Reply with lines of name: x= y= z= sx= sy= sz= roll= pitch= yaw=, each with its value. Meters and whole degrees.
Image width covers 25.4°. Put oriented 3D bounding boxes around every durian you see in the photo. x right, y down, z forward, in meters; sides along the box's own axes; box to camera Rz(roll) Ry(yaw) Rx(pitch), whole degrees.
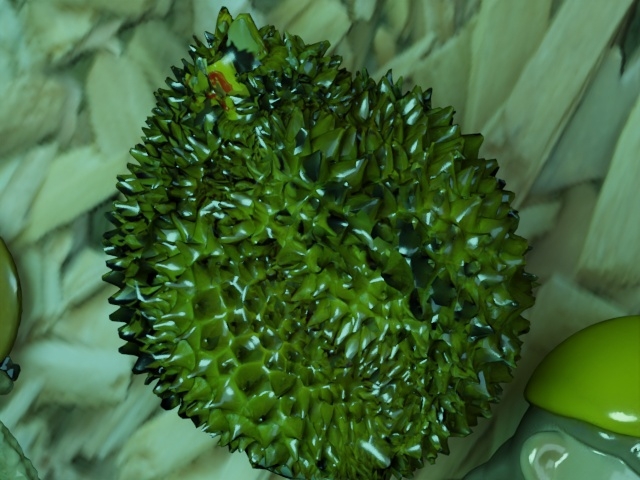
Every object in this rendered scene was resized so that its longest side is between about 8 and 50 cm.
durian: x=-0.003 y=0.007 z=0.875 sx=0.293 sy=0.258 sz=0.258 roll=40 pitch=74 yaw=4

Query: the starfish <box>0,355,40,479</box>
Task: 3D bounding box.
starfish: x=-0.263 y=0.312 z=0.804 sx=0.324 sy=0.082 sz=0.432 roll=-22 pitch=119 yaw=-25

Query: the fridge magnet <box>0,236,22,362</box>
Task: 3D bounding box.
fridge magnet: x=-0.255 y=0.038 z=0.868 sx=0.143 sy=0.063 sz=0.143 roll=2 pitch=86 yaw=-22

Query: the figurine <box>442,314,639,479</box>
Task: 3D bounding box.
figurine: x=0.173 y=0.204 z=0.963 sx=0.343 sy=0.187 sz=0.215 roll=-40 pitch=110 yaw=-12
